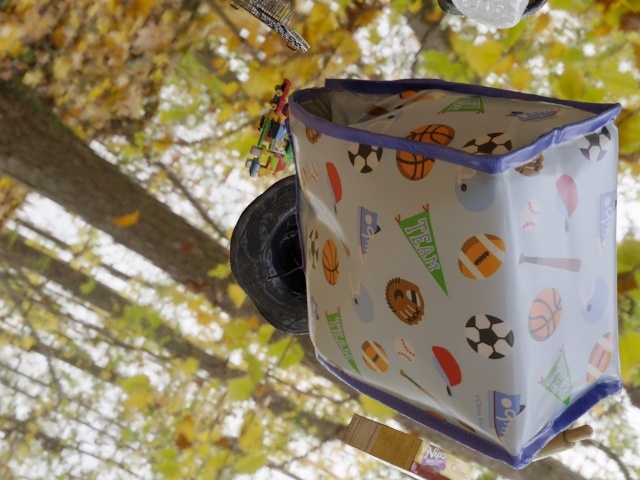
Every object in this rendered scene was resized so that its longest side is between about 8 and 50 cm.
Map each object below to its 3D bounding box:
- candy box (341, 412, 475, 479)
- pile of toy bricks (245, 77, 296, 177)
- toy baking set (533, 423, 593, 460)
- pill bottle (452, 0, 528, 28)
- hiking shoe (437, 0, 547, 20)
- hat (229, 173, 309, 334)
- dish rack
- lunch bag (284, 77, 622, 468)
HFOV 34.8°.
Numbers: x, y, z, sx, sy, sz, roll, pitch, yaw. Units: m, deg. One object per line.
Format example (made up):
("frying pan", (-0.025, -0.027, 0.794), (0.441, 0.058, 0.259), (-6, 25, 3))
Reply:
("candy box", (0.125, 0.312, 1.486), (0.186, 0.109, 0.053), (7, -111, 62))
("pile of toy bricks", (-0.067, -0.205, 2.048), (0.118, 0.105, 0.212), (-107, -145, -58))
("toy baking set", (0.283, 0.199, 1.374), (0.256, 0.030, 0.197), (-44, -136, 51))
("pill bottle", (0.269, -0.411, 1.398), (0.121, 0.121, 0.221), (-1, -119, 65))
("hiking shoe", (0.349, -0.493, 2.008), (0.114, 0.226, 0.086), (102, -17, -72))
("hat", (0.000, 0.000, 1.739), (0.331, 0.331, 0.134), (-50, -154, 24))
("dish rack", (-0.127, -0.460, 1.911), (0.074, 0.271, 0.208), (-53, 165, 6))
("lunch bag", (0.118, 0.002, 1.095), (0.385, 0.239, 0.328), (15, -62, 47))
